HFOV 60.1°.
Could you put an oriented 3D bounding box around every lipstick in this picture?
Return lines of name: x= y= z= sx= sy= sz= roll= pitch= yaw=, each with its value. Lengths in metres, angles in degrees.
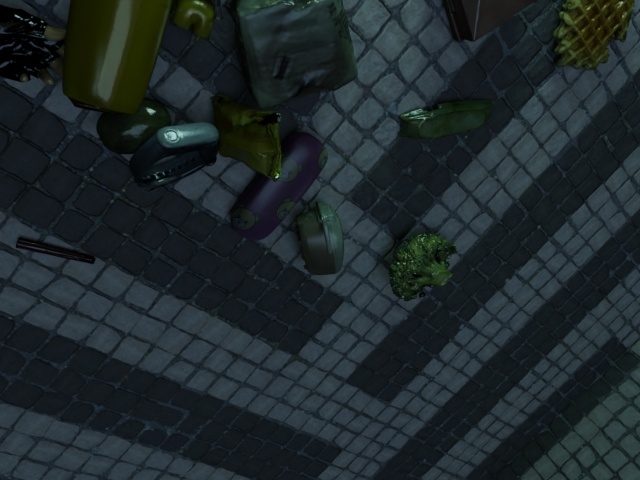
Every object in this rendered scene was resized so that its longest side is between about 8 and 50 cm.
lipstick: x=-0.628 y=0.027 z=1.321 sx=0.176 sy=0.027 sz=0.027 roll=18 pitch=111 yaw=-32

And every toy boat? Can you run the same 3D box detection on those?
toy boat: x=0.354 y=-0.331 z=1.507 sx=0.293 sy=0.055 sz=0.093 roll=-14 pitch=126 yaw=-15

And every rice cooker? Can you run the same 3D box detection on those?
rice cooker: x=0.000 y=0.000 z=1.501 sx=0.127 sy=0.145 sz=0.206 roll=-16 pitch=122 yaw=-2

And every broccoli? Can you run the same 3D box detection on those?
broccoli: x=0.310 y=0.075 z=1.660 sx=0.226 sy=0.176 sz=0.198 roll=0 pitch=124 yaw=-6

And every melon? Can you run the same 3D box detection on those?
melon: x=-0.408 y=-0.246 z=1.199 sx=0.167 sy=0.114 sz=0.114 roll=-25 pitch=125 yaw=-10

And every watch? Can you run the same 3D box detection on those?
watch: x=-0.320 y=-0.189 z=1.239 sx=0.206 sy=0.068 sz=0.193 roll=-24 pitch=171 yaw=-40

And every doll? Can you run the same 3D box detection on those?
doll: x=-0.222 y=-0.527 z=1.096 sx=0.143 sy=0.135 sz=0.221 roll=20 pitch=121 yaw=-29

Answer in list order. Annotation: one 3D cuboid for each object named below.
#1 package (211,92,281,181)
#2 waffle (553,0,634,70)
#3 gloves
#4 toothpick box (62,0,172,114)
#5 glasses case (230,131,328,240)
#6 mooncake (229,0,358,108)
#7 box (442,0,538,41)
package: x=-0.166 y=-0.239 z=1.256 sx=0.090 sy=0.226 sz=0.168 roll=-32 pitch=136 yaw=-40
waffle: x=0.752 y=-0.598 z=1.518 sx=0.250 sy=0.056 sz=0.261 roll=-13 pitch=125 yaw=-16
gloves: x=-0.569 y=-0.370 z=1.059 sx=0.164 sy=0.124 sz=0.203 roll=-29 pitch=159 yaw=31
toothpick box: x=-0.396 y=-0.378 z=1.061 sx=0.175 sy=0.175 sz=0.271 roll=11 pitch=103 yaw=-28
glasses case: x=-0.107 y=-0.135 z=1.414 sx=0.123 sy=0.076 sz=0.316 roll=32 pitch=103 yaw=-35
mooncake: x=-0.059 y=-0.438 z=1.217 sx=0.250 sy=0.136 sz=0.254 roll=-20 pitch=131 yaw=-9
box: x=0.401 y=-0.625 z=1.332 sx=0.215 sy=0.086 sz=0.215 roll=-33 pitch=126 yaw=-3
